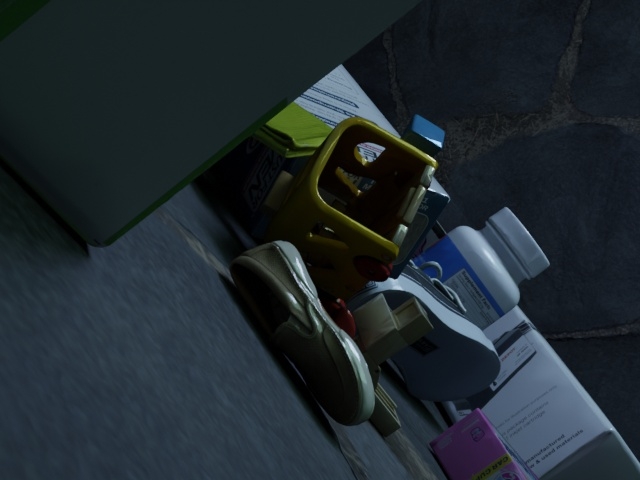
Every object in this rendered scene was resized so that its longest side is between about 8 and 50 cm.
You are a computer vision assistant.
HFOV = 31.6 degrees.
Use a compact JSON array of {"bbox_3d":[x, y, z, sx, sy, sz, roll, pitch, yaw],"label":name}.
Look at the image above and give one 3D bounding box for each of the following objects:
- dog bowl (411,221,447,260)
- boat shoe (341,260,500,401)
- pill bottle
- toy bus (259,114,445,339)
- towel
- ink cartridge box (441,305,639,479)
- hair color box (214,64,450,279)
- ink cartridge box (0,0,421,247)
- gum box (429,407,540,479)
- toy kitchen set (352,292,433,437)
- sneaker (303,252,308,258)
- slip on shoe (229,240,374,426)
[{"bbox_3d":[0.073,-0.052,1.786,0.408,0.150,0.408,52,5,-6],"label":"dog bowl"},{"bbox_3d":[0.100,0.084,1.234,0.306,0.113,0.105,35,31,-47],"label":"boat shoe"},{"bbox_3d":[0.167,0.060,1.398,0.124,0.221,0.124,53,4,-5],"label":"pill bottle"},{"bbox_3d":[0.006,-0.016,0.899,0.104,0.202,0.191,31,17,-8],"label":"toy bus"},{"bbox_3d":[-0.085,-0.141,0.958,0.237,0.021,0.102,37,26,23],"label":"towel"},{"bbox_3d":[0.294,0.260,1.511,0.285,0.166,0.395,51,6,-30],"label":"ink cartridge box"},{"bbox_3d":[-0.030,-0.116,1.133,0.174,0.105,0.347,17,25,-33],"label":"hair color box"},{"bbox_3d":[-0.085,-0.149,0.567,0.115,0.198,0.273,49,6,-32],"label":"ink cartridge box"},{"bbox_3d":[0.191,0.260,1.121,0.188,0.062,0.107,48,7,-45],"label":"gum box"},{"bbox_3d":[0.059,0.092,0.899,0.075,0.083,0.068,52,7,-22],"label":"toy kitchen set"},{"bbox_3d":[0.000,0.000,1.193,0.075,0.057,0.161,46,3,-12],"label":"sneaker"},{"bbox_3d":[-0.014,0.060,0.721,0.041,0.051,0.135,-10,65,-40],"label":"slip on shoe"}]
